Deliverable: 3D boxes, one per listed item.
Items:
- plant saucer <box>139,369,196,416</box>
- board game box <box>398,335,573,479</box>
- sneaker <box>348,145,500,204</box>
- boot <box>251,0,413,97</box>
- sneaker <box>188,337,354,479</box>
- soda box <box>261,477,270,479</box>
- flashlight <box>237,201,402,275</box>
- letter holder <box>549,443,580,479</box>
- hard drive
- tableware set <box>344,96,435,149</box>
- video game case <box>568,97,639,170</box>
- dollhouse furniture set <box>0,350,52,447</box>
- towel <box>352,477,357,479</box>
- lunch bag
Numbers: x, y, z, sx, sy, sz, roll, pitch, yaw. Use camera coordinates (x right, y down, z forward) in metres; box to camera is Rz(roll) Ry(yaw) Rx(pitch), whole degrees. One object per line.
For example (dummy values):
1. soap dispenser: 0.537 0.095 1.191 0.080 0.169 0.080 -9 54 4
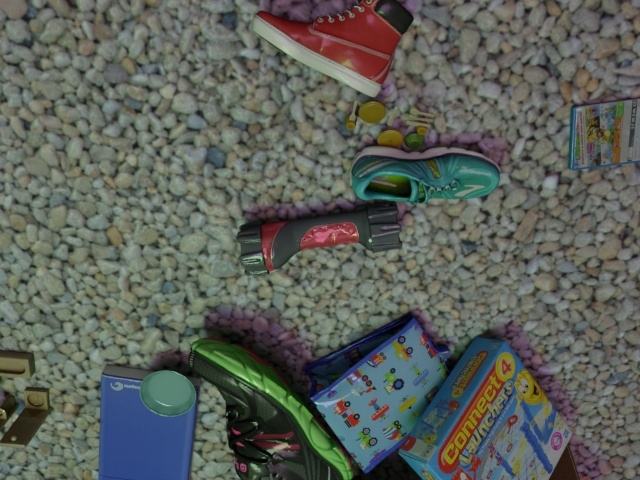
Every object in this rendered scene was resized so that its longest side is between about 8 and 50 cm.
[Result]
1. plant saucer: -0.324 0.322 1.164 0.119 0.021 0.119 0 112 -1
2. board game box: 0.353 0.415 1.125 0.308 0.086 0.302 -48 110 -24
3. sneaker: 0.188 -0.101 0.983 0.275 0.110 0.107 0 127 1
4. boot: 0.023 -0.366 0.895 0.244 0.088 0.176 19 111 -17
5. sneaker: -0.117 0.399 1.135 0.202 0.185 0.483 -41 108 -12
6. soda box: -0.117 0.640 1.305 0.074 0.069 0.216 15 116 26
7. flashlight: 0.000 0.000 1.034 0.304 0.103 0.103 -6 111 3
8. letter holder: 0.429 0.579 1.267 0.302 0.214 0.152 -5 144 1
9. hard drive: -0.396 0.442 1.249 0.210 0.040 0.318 9 112 -4
10. tableware set: 0.120 -0.207 0.974 0.154 0.024 0.104 7 143 -7
11. video game case: 0.545 -0.197 1.002 0.166 0.015 0.119 -7 113 2
12. dollhouse furniture set: -0.677 0.334 1.158 0.144 0.123 0.151 6 112 -3
13. towel: 0.043 0.728 1.375 0.209 0.034 0.285 -19 109 10
14. lunch bag: 0.150 0.307 1.160 0.293 0.138 0.221 -32 107 3
